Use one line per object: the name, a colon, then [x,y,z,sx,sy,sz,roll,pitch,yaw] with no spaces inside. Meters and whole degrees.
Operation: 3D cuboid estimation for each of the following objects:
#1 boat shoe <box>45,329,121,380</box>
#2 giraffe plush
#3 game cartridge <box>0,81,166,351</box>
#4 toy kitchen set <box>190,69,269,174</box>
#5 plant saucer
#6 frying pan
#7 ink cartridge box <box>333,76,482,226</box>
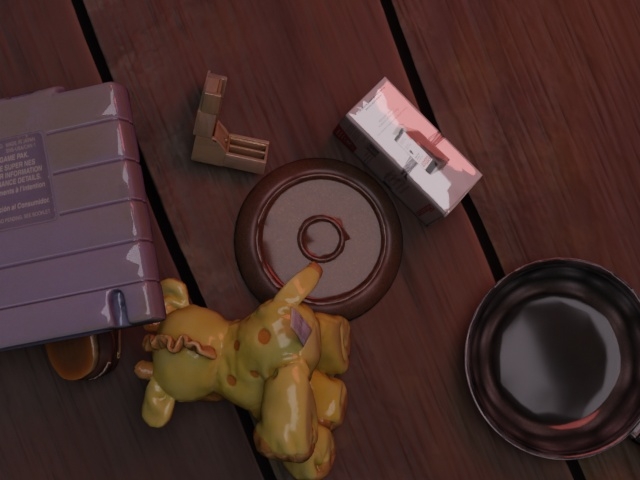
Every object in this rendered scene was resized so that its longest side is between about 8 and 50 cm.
boat shoe: [-0.233,0.030,1.460,0.073,0.073,0.207,-7,88,23]
giraffe plush: [-0.079,0.117,1.426,0.170,0.210,0.181,1,51,17]
game cartridge: [-0.329,-0.006,1.414,0.355,0.068,0.230,-11,81,11]
toy kitchen set: [-0.081,-0.123,1.494,0.075,0.083,0.068,12,42,-5]
plant saucer: [0.000,0.000,1.507,0.168,0.029,0.168,1,84,-7]
frying pan: [0.296,0.136,1.513,0.326,0.053,0.197,19,82,-6]
ink cartridge box: [0.083,-0.084,1.488,0.135,0.099,0.056,45,80,-1]
